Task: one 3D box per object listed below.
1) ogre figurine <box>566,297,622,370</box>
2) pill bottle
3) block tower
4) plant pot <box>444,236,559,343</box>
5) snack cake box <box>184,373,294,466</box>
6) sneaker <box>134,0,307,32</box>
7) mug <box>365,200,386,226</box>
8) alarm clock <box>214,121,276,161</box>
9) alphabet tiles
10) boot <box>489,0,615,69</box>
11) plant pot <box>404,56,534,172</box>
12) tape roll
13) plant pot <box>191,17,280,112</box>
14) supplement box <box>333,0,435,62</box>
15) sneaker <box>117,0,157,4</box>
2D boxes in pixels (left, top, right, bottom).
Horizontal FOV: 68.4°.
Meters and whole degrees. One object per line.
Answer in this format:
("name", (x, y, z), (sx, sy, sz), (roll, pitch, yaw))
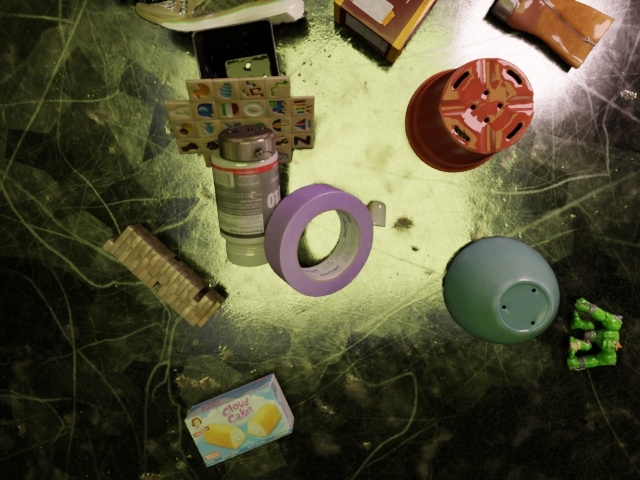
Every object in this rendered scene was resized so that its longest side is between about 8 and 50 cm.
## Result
("ogre figurine", (0.740, 0.260, 1.270), (0.118, 0.097, 0.197), (5, 82, 19))
("pill bottle", (-0.180, -0.088, 1.185), (0.161, 0.161, 0.283), (0, 118, 2))
("block tower", (-0.419, 0.091, 1.282), (0.335, 0.091, 0.097), (41, 96, -4))
("plant pot", (0.484, 0.146, 1.208), (0.290, 0.195, 0.290), (0, 98, 2))
("snack cake box", (-0.226, 0.504, 1.330), (0.264, 0.089, 0.152), (-24, 97, 4))
("sneaker", (-0.241, -0.606, 1.131), (0.410, 0.158, 0.182), (-9, 117, -8))
("mug", (0.141, -0.073, 1.259), (0.078, 0.062, 0.064), (11, 90, -8))
("alarm clock", (-0.158, -0.218, 1.064), (0.129, 0.192, 0.064), (-16, 125, -27))
("alphabet tiles", (-0.186, -0.279, 1.145), (0.342, 0.285, 0.011), (-4, 59, -5))
("boot", (0.608, -0.609, 1.157), (0.280, 0.096, 0.264), (30, 97, -3))
("plant pot", (0.355, -0.300, 1.119), (0.272, 0.265, 0.272), (0, 97, 2))
("tape roll", (0.000, 0.000, 1.186), (0.275, 0.090, 0.275), (-14, 116, -30))
("plant pot", (-0.190, -0.416, 1.170), (0.187, 0.167, 0.188), (-9, 98, 3))
("supplement box", (0.165, -0.586, 1.156), (0.194, 0.129, 0.191), (36, 97, -3))
("sneaker", (-0.418, -0.680, 1.178), (0.276, 0.097, 0.135), (-8, 97, 1))
